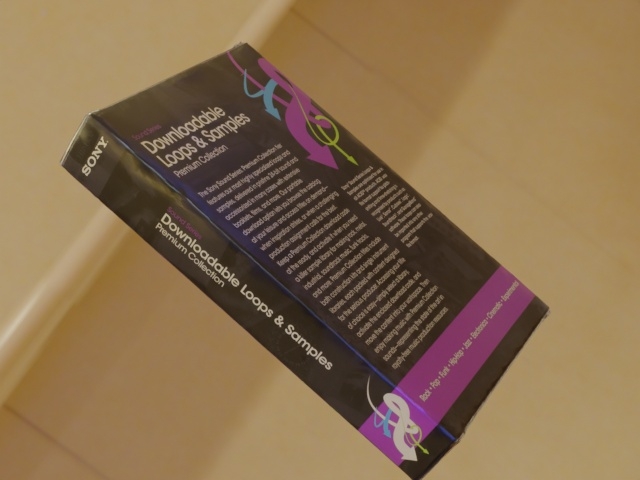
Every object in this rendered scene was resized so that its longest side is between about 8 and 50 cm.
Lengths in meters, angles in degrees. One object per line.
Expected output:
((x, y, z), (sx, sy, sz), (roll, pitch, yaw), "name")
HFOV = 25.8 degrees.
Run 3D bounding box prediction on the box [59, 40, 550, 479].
((0.000, 0.000, 0.501), (0.029, 0.162, 0.116), (-50, -6, 31), "box")
